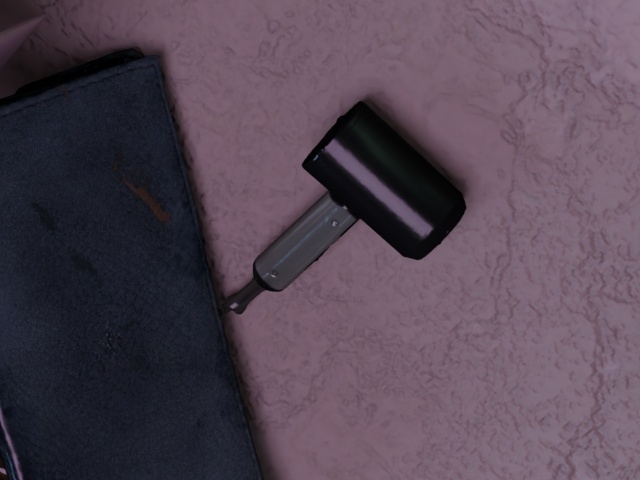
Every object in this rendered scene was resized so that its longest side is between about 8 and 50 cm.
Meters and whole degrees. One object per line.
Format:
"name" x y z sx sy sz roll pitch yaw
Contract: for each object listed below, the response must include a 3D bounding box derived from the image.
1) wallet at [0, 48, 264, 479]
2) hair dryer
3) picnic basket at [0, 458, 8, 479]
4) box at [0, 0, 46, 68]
"wallet" -0.144 0.078 1.248 0.046 0.191 0.379 11 120 54
"hair dryer" 0.000 0.000 1.245 0.100 0.057 0.198 44 127 -7
"picnic basket" -0.215 0.187 1.317 0.128 0.178 0.138 38 119 -3
"box" -0.314 -0.113 1.085 0.203 0.106 0.252 47 123 2
